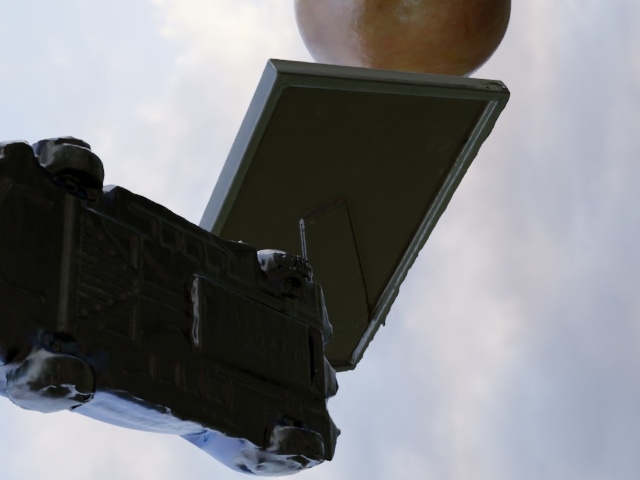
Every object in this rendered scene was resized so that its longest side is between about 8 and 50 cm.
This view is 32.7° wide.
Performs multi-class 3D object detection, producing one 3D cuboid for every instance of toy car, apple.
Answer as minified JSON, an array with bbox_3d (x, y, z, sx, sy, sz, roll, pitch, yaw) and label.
[{"bbox_3d":[-0.070,0.035,0.438,0.216,0.063,0.103,28,-132,-43],"label":"toy car"},{"bbox_3d":[0.078,-0.272,1.171,0.253,0.253,0.254,-1,-88,-57],"label":"apple"}]

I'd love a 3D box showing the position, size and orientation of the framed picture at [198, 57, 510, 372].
[{"bbox_3d":[0.000,0.000,0.869,0.232,0.024,0.315,-1,-50,-38],"label":"framed picture"}]
